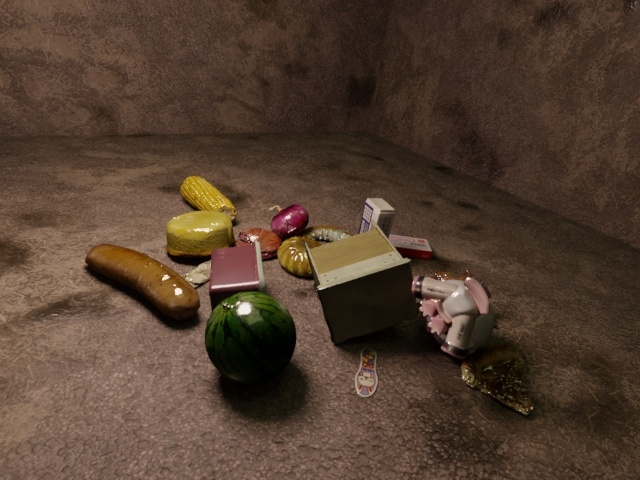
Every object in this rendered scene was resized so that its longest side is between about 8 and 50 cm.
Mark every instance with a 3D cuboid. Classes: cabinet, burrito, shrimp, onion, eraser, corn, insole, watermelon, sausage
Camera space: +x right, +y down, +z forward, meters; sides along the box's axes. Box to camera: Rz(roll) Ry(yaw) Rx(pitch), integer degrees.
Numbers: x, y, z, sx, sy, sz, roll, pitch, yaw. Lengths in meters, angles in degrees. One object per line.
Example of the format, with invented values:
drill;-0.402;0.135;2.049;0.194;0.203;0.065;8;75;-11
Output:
cabinet;0.117;0.123;1.387;0.290;0.227;0.318;-18;30;-4
burrito;-0.416;0.110;1.507;0.063;0.058;0.230;17;26;24
shrimp;0.000;-0.015;1.862;0.288;0.068;0.185;-7;30;-25
onion;-0.136;-0.086;1.845;0.178;0.153;0.177;-7;14;2
eraser;0.217;-0.024;1.716;0.081;0.278;0.124;-1;29;-22
corn;-0.531;-0.193;1.958;0.144;0.143;0.387;-14;35;-38
insole;0.137;0.380;1.217;0.066;0.004;0.197;12;28;6
watermelon;-0.182;0.253;1.107;0.243;0.242;0.242;7;27;-4
sausage;-0.583;0.116;1.376;0.502;0.123;0.136;23;60;25

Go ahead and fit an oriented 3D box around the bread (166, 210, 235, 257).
bread;-0.469;-0.022;1.642;0.271;0.147;0.269;1;23;0

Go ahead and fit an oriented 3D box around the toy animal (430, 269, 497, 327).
toy animal;0.532;0.206;1.600;0.158;0.097;0.312;-7;32;-5

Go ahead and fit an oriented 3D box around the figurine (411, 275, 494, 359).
figurine;0.418;0.231;1.273;0.211;0.252;0.361;-16;-21;16

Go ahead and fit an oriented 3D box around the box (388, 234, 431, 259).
box;0.385;0.027;1.921;0.230;0.049;0.123;7;26;-3

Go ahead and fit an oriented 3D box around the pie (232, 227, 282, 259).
pie;-0.262;0.011;1.743;0.205;0.053;0.218;4;28;-10

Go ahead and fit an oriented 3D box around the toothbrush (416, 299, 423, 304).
toothbrush;0.335;0.237;1.529;0.295;0.026;0.028;-17;56;-40

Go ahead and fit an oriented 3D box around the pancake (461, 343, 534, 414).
pancake;0.552;0.402;1.243;0.267;0.057;0.244;-5;29;-21

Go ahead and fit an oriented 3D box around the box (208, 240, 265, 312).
box;-0.266;0.142;1.354;0.168;0.193;0.294;-3;29;-11

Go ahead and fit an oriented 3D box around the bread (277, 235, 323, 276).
bread;-0.066;0.056;1.654;0.214;0.104;0.213;5;38;-4
